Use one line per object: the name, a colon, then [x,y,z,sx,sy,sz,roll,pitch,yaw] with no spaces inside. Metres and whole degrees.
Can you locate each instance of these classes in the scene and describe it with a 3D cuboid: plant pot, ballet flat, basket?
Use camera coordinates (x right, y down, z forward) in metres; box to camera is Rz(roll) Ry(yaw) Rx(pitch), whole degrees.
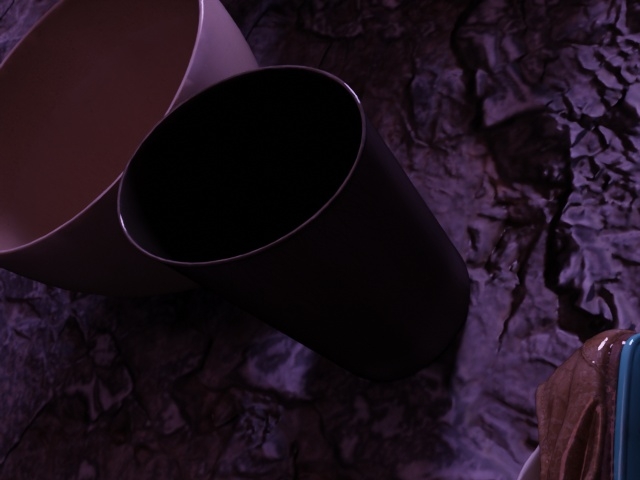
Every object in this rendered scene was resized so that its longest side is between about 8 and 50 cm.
plant pot: [-0.141,-0.064,1.305,0.284,0.191,0.284,-28,43,29]
ballet flat: [0.164,0.217,0.982,0.124,0.116,0.342,-30,45,45]
basket: [0.000,0.000,1.147,0.204,0.227,0.154,-8,58,31]
